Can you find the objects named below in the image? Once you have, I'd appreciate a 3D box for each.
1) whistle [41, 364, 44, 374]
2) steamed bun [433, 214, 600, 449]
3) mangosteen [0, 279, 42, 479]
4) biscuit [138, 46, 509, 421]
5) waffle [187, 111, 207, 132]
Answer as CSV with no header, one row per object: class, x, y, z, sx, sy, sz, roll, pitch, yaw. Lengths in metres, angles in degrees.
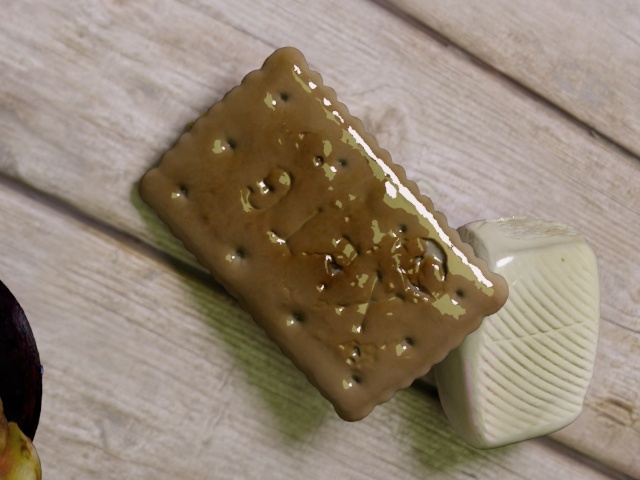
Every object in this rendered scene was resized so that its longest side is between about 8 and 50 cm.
whistle,-0.324,0.242,1.097,0.062,0.062,0.304,18,89,-21
steamed bun,0.190,0.086,1.235,0.169,0.152,0.239,-8,113,-24
mangosteen,-0.336,0.137,0.926,0.275,0.302,0.275,-24,134,-28
biscuit,0.000,0.000,1.122,0.217,0.044,0.325,-40,92,13
waffle,-0.095,-0.089,1.173,0.078,0.016,0.085,3,94,-17
